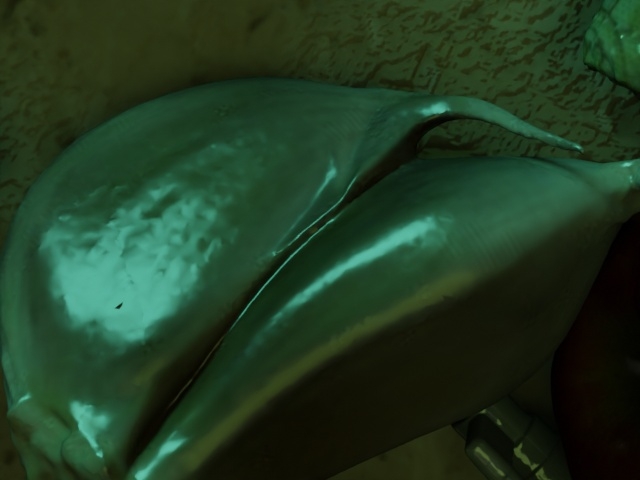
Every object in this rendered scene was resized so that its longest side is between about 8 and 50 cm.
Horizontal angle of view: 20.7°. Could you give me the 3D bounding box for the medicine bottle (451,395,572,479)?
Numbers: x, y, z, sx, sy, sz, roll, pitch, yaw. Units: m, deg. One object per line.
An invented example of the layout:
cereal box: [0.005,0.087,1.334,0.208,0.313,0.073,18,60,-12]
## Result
medicine bottle: [0.162,0.174,0.999,0.221,0.092,0.061,44,110,-7]

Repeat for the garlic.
garlic: [0.000,0.000,0.896,0.340,0.246,0.231,-33,86,10]

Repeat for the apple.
apple: [0.242,0.078,0.933,0.230,0.230,0.230,-1,99,-4]

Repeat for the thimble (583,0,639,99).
thimble: [0.248,-0.114,0.941,0.190,0.137,0.143,28,96,-19]
